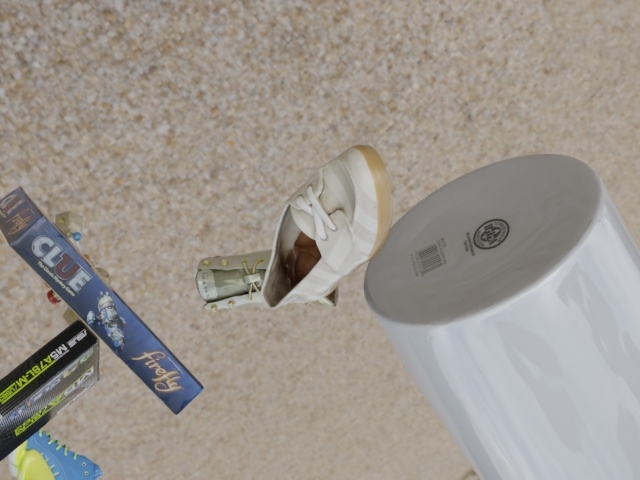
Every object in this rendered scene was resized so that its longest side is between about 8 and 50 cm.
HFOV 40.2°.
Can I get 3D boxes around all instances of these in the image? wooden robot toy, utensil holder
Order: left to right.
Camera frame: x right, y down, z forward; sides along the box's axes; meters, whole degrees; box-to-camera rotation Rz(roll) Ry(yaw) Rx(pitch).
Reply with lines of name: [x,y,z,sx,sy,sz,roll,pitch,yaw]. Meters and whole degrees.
wooden robot toy: [-0.327,0.049,1.202,0.076,0.173,0.079,-31,151,19]
utensil holder: [0.277,0.132,1.080,0.327,0.327,0.385,-36,116,-6]

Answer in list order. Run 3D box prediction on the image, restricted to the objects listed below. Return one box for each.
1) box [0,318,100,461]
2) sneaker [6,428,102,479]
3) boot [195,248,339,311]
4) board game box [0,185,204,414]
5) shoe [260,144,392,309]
box: [-0.353,0.194,1.058,0.190,0.045,0.184,-41,169,-27]
sneaker: [-0.411,0.344,1.347,0.126,0.240,0.091,-13,156,-25]
boot: [-0.063,0.044,1.004,0.165,0.077,0.213,-5,179,3]
board game box: [-0.232,0.059,0.897,0.042,0.165,0.243,-43,118,-12]
shoe: [0.000,0.000,0.723,0.058,0.077,0.219,-20,159,-27]
